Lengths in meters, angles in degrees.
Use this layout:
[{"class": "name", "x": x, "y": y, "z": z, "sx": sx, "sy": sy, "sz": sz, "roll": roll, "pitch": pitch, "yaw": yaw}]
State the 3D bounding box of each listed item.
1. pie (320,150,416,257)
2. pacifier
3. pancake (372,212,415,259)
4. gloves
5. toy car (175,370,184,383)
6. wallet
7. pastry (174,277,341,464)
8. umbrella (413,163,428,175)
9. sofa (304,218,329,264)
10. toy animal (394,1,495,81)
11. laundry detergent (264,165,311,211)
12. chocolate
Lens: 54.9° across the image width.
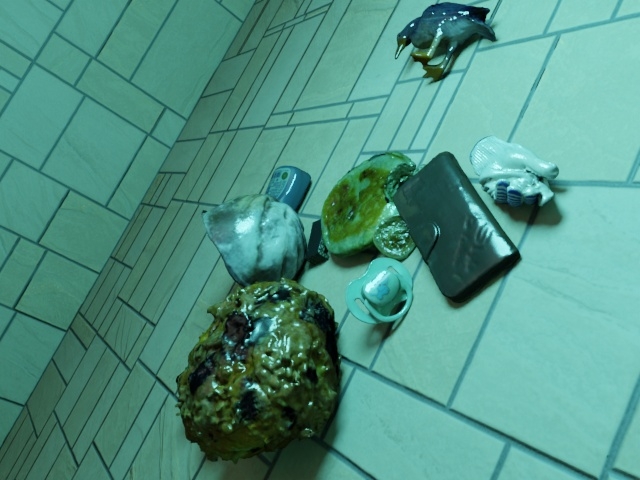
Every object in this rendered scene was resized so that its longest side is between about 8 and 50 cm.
[{"class": "pie", "x": 0.108, "y": -0.087, "z": 1.488, "sx": 0.302, "sy": 0.067, "sz": 0.302, "roll": -36, "pitch": 39, "yaw": 35}, {"class": "pacifier", "x": 0.123, "y": 0.114, "z": 1.275, "sx": 0.150, "sy": 0.127, "sz": 0.116, "roll": -49, "pitch": -10, "yaw": -18}, {"class": "pancake", "x": 0.165, "y": -0.012, "z": 1.339, "sx": 0.108, "sy": 0.017, "sz": 0.108, "roll": -3, "pitch": 83, "yaw": 21}, {"class": "gloves", "x": 0.355, "y": -0.121, "z": 1.132, "sx": 0.119, "sy": 0.097, "sz": 0.229, "roll": -52, "pitch": 25, "yaw": 18}, {"class": "toy car", "x": -0.251, "y": 0.349, "z": 1.564, "sx": 0.193, "sy": 0.118, "sz": 0.301, "roll": -43, "pitch": 23, "yaw": -14}, {"class": "wallet", "x": 0.252, "y": -0.034, "z": 1.205, "sx": 0.165, "sy": 0.042, "sz": 0.309, "roll": -40, "pitch": 46, "yaw": 21}, {"class": "pastry", "x": -0.112, "y": 0.265, "z": 1.272, "sx": 0.337, "sy": 0.292, "sz": 0.405, "roll": 1, "pitch": 53, "yaw": 44}, {"class": "umbrella", "x": 0.246, "y": -0.128, "z": 1.343, "sx": 0.143, "sy": 0.062, "sz": 0.067, "roll": -137, "pitch": 50, "yaw": -59}, {"class": "sofa", "x": 0.000, "y": 0.000, "z": 1.599, "sx": 0.060, "sy": 0.039, "sz": 0.117, "roll": -26, "pitch": 43, "yaw": 45}, {"class": "toy animal", "x": 0.305, "y": -0.516, "z": 1.549, "sx": 0.298, "sy": 0.122, "sz": 0.185, "roll": -9, "pitch": 54, "yaw": 51}, {"class": "laundry detergent", "x": -0.130, "y": -0.077, "z": 1.821, "sx": 0.143, "sy": 0.094, "sz": 0.289, "roll": 6, "pitch": 70, "yaw": 51}, {"class": "chocolate", "x": -0.148, "y": -0.005, "z": 1.622, "sx": 0.213, "sy": 0.303, "sz": 0.303, "roll": -32, "pitch": 33, "yaw": 3}]
